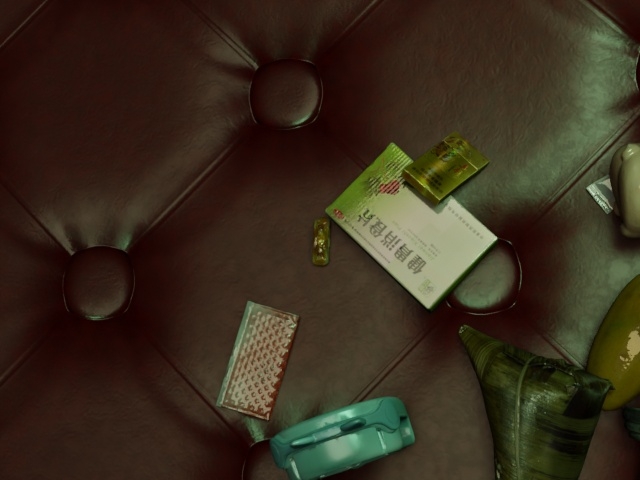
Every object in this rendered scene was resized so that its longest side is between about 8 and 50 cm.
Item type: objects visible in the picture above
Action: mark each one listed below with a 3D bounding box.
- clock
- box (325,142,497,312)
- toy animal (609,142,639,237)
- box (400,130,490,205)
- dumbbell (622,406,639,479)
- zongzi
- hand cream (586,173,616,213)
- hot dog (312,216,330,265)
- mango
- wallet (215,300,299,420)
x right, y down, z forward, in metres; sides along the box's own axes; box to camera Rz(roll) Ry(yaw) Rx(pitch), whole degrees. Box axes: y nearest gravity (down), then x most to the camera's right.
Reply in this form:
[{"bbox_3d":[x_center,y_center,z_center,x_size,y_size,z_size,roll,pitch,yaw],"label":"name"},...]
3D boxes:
[{"bbox_3d":[0.031,0.327,1.650,0.224,0.274,0.094,-21,77,7],"label":"clock"},{"bbox_3d":[0.160,-0.023,1.806,0.260,0.062,0.175,44,88,14],"label":"box"},{"bbox_3d":[0.589,-0.104,1.671,0.221,0.210,0.229,16,118,-6],"label":"toy animal"},{"bbox_3d":[0.221,-0.128,1.794,0.089,0.022,0.156,45,55,15],"label":"box"},{"bbox_3d":[0.530,0.374,1.651,0.110,0.110,0.254,10,88,11],"label":"dumbbell"},{"bbox_3d":[0.309,0.304,1.703,0.288,0.134,0.285,24,100,40],"label":"zongzi"},{"bbox_3d":[0.569,-0.132,1.776,0.216,0.038,0.052,-37,51,7],"label":"hand cream"},{"bbox_3d":[0.000,0.000,1.842,0.030,0.034,0.090,1,80,10],"label":"hot dog"},{"bbox_3d":[0.526,0.170,1.680,0.138,0.113,0.253,29,88,17],"label":"mango"},{"bbox_3d":[-0.111,0.214,1.826,0.103,0.020,0.196,14,81,13],"label":"wallet"}]
